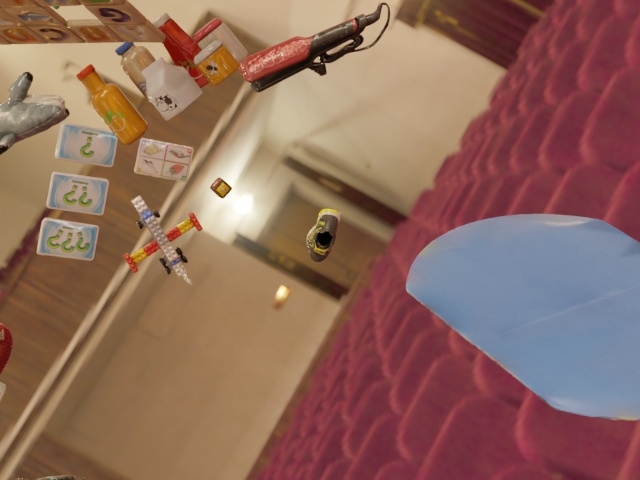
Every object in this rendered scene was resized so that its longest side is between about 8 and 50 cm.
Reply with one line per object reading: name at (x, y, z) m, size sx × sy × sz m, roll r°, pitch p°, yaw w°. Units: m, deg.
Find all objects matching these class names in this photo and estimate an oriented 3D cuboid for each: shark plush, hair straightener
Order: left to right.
shark plush at (-0.353, -0.123, 1.381) m, size 0.067 × 0.161 × 0.073 m, roll -104°, pitch -10°, yaw -47°
hair straightener at (-0.002, -0.276, 1.792) m, size 0.230 × 0.047 × 0.089 m, roll -28°, pitch -20°, yaw 3°

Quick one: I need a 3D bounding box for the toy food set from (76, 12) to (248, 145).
toy food set at (-0.180, -0.207, 1.447) m, size 0.232 × 0.104 × 0.111 m, roll -23°, pitch 20°, yaw 51°

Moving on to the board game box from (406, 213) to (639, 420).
board game box at (0.120, 0.043, 0.579) m, size 0.133 × 0.168 × 0.033 m, roll -16°, pitch -54°, yaw -31°

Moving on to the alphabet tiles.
alphabet tiles at (-0.278, -0.206, 1.051) m, size 0.198 × 0.237 × 0.009 m, roll 37°, pitch -123°, yaw -66°

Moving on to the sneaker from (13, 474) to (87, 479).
sneaker at (-0.284, 0.389, 1.374) m, size 0.106 × 0.101 × 0.268 m, roll -6°, pitch -87°, yaw -51°

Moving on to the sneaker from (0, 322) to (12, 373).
sneaker at (-0.386, 0.145, 1.147) m, size 0.221 × 0.128 × 0.087 m, roll -55°, pitch -26°, yaw -5°

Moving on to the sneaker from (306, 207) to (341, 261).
sneaker at (0.000, 0.000, 1.384) m, size 0.083 × 0.031 × 0.035 m, roll 105°, pitch 179°, yaw -49°

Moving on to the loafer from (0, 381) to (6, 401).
loafer at (-0.403, 0.210, 1.412) m, size 0.045 × 0.039 × 0.125 m, roll -10°, pitch 49°, yaw 57°

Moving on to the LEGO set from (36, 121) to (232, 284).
LEGO set at (-0.240, -0.046, 1.669) m, size 0.060 × 0.244 × 0.183 m, roll -149°, pitch 70°, yaw -65°

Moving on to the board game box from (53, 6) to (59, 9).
board game box at (-0.519, -0.443, 1.669) m, size 0.050 × 0.390 × 0.390 m, roll -54°, pitch 8°, yaw 4°
